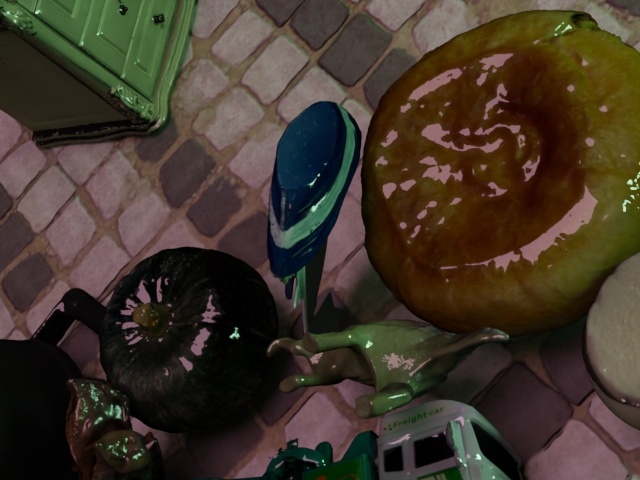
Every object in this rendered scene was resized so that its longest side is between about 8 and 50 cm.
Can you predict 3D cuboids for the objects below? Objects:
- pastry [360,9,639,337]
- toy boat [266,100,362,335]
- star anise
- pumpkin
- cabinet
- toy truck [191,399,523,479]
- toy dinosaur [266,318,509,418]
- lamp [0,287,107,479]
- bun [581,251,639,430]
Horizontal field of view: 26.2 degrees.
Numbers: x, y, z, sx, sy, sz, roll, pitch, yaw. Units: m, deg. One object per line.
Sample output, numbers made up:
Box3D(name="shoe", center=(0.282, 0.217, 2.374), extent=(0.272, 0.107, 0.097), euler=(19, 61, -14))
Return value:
Box3D(name="pastry", center=(0.195, -0.066, 1.348), extent=(0.355, 0.164, 0.356), euler=(-13, 59, 23))
Box3D(name="toy boat", center=(-0.009, 0.008, 1.355), extent=(0.070, 0.210, 0.292), euler=(12, 115, 15))
Box3D(name="star anise", center=(-0.199, 0.258, 1.436), extent=(0.099, 0.220, 0.214), euler=(-23, 49, -23))
Box3D(name="pumpkin", center=(-0.147, 0.104, 1.497), extent=(0.211, 0.152, 0.212), euler=(-6, 75, 22))
Box3D(name="cabinet", center=(-0.346, -0.324, 1.752), extent=(0.227, 0.318, 0.290), euler=(-3, 65, 34))
Box3D(name="toy truck", center=(0.021, 0.271, 1.285), extent=(0.363, 0.176, 0.178), euler=(-19, 50, 26))
Box3D(name="toy dinosaur", center=(0.050, 0.112, 1.312), extent=(0.294, 0.162, 0.077), euler=(8, 103, 59))
Box3D(name="lamp", center=(-0.402, 0.199, 1.548), extent=(0.205, 0.272, 0.374), euler=(29, 85, 39))
Box3D(name="bun", center=(0.320, 0.096, 1.194), extent=(0.172, 0.120, 0.173), euler=(-22, 49, 27))
